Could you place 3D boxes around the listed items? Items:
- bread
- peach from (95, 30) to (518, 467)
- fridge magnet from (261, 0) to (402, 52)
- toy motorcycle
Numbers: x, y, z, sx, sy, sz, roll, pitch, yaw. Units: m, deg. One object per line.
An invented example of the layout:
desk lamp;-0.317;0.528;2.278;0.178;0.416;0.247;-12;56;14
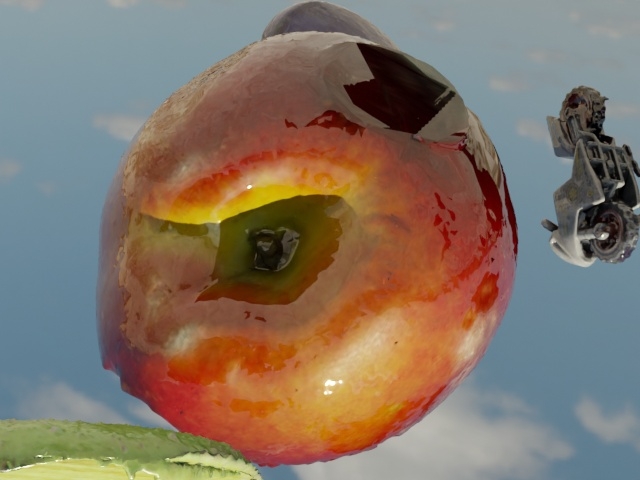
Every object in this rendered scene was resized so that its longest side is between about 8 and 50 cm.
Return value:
bread;-0.181;0.136;0.749;0.301;0.045;0.301;-2;164;-1
peach;0.001;-0.010;1.073;0.335;0.310;0.406;35;-153;14
fridge magnet;0.028;-0.138;1.425;0.112;0.265;0.265;-28;167;39
toy motorcycle;0.296;-0.062;1.447;0.080;0.215;0.122;7;149;-29
